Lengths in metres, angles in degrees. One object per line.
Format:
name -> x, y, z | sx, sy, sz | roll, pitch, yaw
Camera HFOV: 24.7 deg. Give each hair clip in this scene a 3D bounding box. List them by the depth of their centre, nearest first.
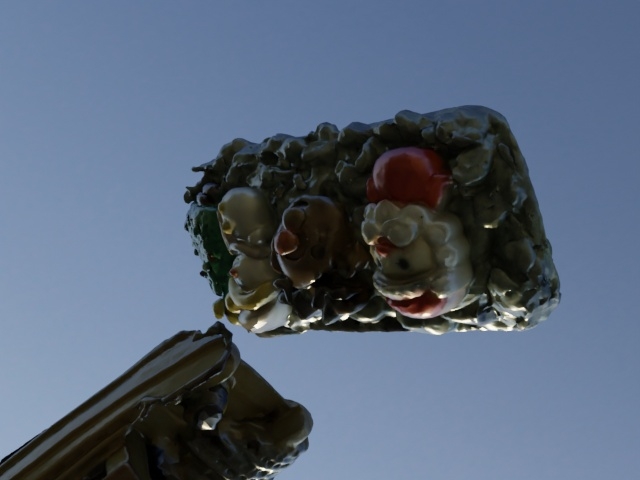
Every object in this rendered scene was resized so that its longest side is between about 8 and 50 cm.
hair clip -> -0.002, 0.001, 0.858 | 0.321, 0.091, 0.138 | -8, -79, 55

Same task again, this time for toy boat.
toy boat -> -0.201, 0.236, 1.120 | 0.445, 0.136, 0.162 | -36, -146, 12
